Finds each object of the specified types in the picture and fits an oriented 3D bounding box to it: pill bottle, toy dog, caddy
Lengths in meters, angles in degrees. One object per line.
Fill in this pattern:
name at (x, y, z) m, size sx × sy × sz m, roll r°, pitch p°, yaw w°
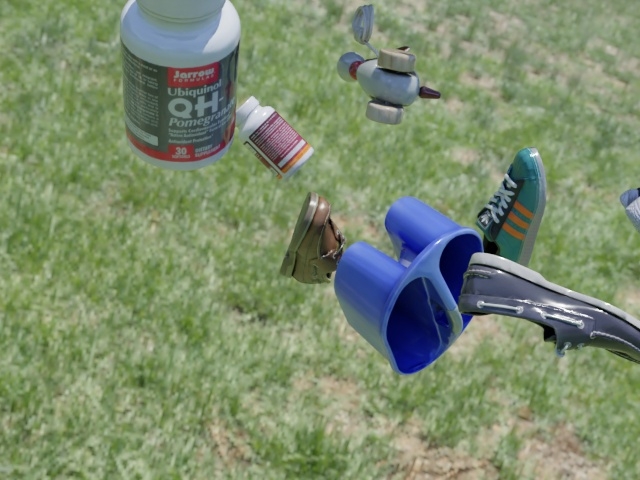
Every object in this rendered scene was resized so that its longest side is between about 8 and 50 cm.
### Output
pill bottle at (-0.209, -0.271, 1.527) m, size 0.176 × 0.318 × 0.176 m, roll 4°, pitch 48°, yaw -4°
pill bottle at (-0.092, -0.186, 1.853) m, size 0.152 × 0.086 × 0.086 m, roll 45°, pitch 21°, yaw -7°
toy dog at (0.158, -0.365, 2.300) m, size 0.161 × 0.220 × 0.333 m, roll 9°, pitch 37°, yaw -21°
caddy at (0.170, 0.090, 1.734) m, size 0.179 × 0.241 × 0.341 m, roll 37°, pitch -15°, yaw 30°

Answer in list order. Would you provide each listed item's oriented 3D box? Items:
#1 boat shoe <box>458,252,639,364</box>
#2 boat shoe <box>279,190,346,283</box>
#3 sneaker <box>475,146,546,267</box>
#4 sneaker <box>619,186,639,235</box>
boat shoe at (0.230, 0.082, 0.990) m, size 0.206 × 0.065 × 0.075 m, roll 25°, pitch -15°, yaw 4°
boat shoe at (0.000, 0.000, 1.866) m, size 0.104 × 0.110 × 0.307 m, roll 21°, pitch -18°, yaw 0°
sneaker at (0.404, -0.059, 2.212) m, size 0.121 × 0.302 × 0.108 m, roll -3°, pitch 32°, yaw -12°
sneaker at (0.586, -0.067, 1.688) m, size 0.101 × 0.153 × 0.268 m, roll 56°, pitch 17°, yaw 1°
